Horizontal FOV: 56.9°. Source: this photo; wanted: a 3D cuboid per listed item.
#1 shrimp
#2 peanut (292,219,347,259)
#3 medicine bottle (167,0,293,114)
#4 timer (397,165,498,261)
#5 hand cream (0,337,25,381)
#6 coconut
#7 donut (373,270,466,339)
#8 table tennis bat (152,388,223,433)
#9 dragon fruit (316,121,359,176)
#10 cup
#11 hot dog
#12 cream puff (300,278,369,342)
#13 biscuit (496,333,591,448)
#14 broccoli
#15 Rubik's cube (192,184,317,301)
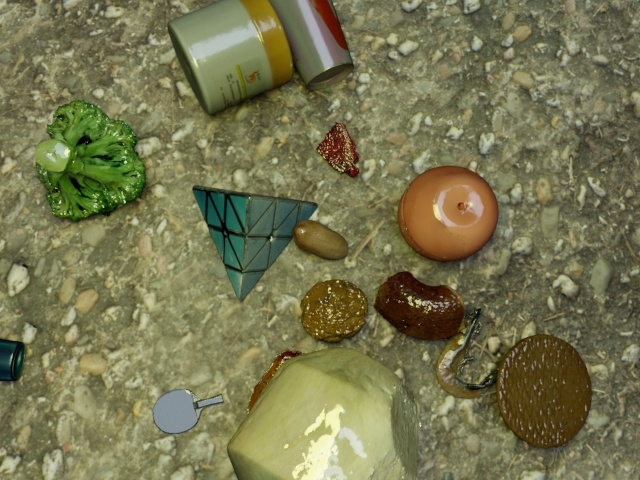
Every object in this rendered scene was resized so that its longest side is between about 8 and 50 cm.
[{"bbox_3d":[0.367,0.270,1.405,0.152,0.046,0.219,26,77,1],"label":"shrimp"},{"bbox_3d":[0.000,0.000,1.419,0.152,0.076,0.076,24,73,-22],"label":"peanut"},{"bbox_3d":[-0.216,-0.453,1.429,0.232,0.238,0.237,-27,80,-10],"label":"medicine bottle"},{"bbox_3d":[0.300,-0.062,1.401,0.230,0.215,0.229,1,82,-6],"label":"timer"},{"bbox_3d":[-0.788,0.252,1.286,0.271,0.061,0.120,4,80,3],"label":"hand cream"},{"bbox_3d":[0.015,0.430,1.165,0.416,0.345,0.414,-7,100,-43],"label":"coconut"},{"bbox_3d":[0.237,0.154,1.366,0.144,0.126,0.187,-30,55,-26],"label":"donut"},{"bbox_3d":[-0.296,0.375,1.323,0.158,0.014,0.095,-14,77,-8],"label":"table tennis bat"},{"bbox_3d":[0.065,-0.228,1.506,0.097,0.063,0.131,-44,83,18],"label":"dragon fruit"},{"bbox_3d":[-0.030,-0.545,1.510,0.203,0.203,0.288,-22,85,-11],"label":"cup"},{"bbox_3d":[-0.089,0.336,1.336,0.108,0.059,0.191,31,73,-3],"label":"hot dog"},{"bbox_3d":[0.032,0.161,1.361,0.150,0.115,0.165,43,74,8],"label":"cream puff"},{"bbox_3d":[0.523,0.352,1.390,0.262,0.037,0.261,3,81,-17],"label":"biscuit"},{"bbox_3d":[-0.532,-0.185,1.311,0.254,0.269,0.269,-29,80,3],"label":"broccoli"},{"bbox_3d":[-0.165,-0.043,1.377,0.233,0.228,0.228,47,28,-29],"label":"Rubik's cube"}]
